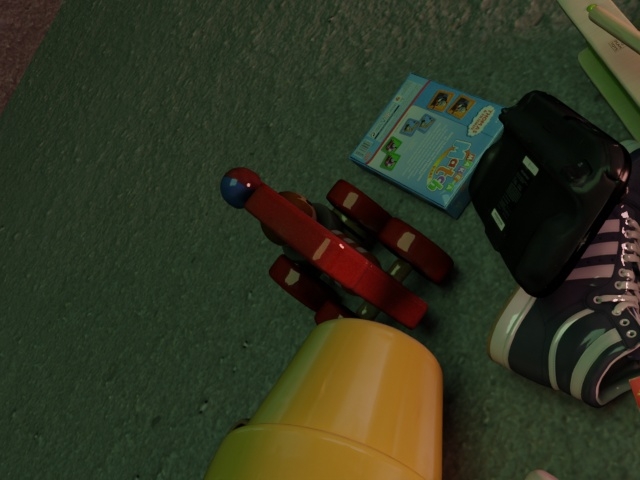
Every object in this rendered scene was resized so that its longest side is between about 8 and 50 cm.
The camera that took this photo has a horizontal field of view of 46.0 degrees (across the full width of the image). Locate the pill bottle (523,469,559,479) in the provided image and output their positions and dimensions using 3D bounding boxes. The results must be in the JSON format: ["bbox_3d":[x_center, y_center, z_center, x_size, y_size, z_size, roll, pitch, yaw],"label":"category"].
[{"bbox_3d":[0.172,0.355,0.634,0.161,0.161,0.283,32,86,47],"label":"pill bottle"}]

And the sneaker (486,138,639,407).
[{"bbox_3d":[0.305,0.037,0.774,0.153,0.099,0.282,30,88,47],"label":"sneaker"}]

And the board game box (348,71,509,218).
[{"bbox_3d":[0.156,-0.139,1.057,0.160,0.039,0.211,-54,42,-1],"label":"board game box"}]

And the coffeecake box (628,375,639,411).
[{"bbox_3d":[0.371,0.188,0.643,0.142,0.068,0.185,-28,48,25],"label":"coffeecake box"}]

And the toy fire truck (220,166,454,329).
[{"bbox_3d":[0.000,0.000,0.941,0.169,0.254,0.302,-51,43,1],"label":"toy fire truck"}]

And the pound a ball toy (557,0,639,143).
[{"bbox_3d":[0.372,-0.201,0.792,0.136,0.208,0.319,-29,47,14],"label":"pound a ball toy"}]

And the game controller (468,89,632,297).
[{"bbox_3d":[0.235,-0.063,0.822,0.319,0.067,0.166,-88,15,-68],"label":"game controller"}]

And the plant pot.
[{"bbox_3d":[0.026,0.225,0.802,0.254,0.254,0.239,-9,42,36],"label":"plant pot"}]

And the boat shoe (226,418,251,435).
[{"bbox_3d":[-0.109,0.366,0.895,0.123,0.116,0.324,-8,59,37],"label":"boat shoe"}]
